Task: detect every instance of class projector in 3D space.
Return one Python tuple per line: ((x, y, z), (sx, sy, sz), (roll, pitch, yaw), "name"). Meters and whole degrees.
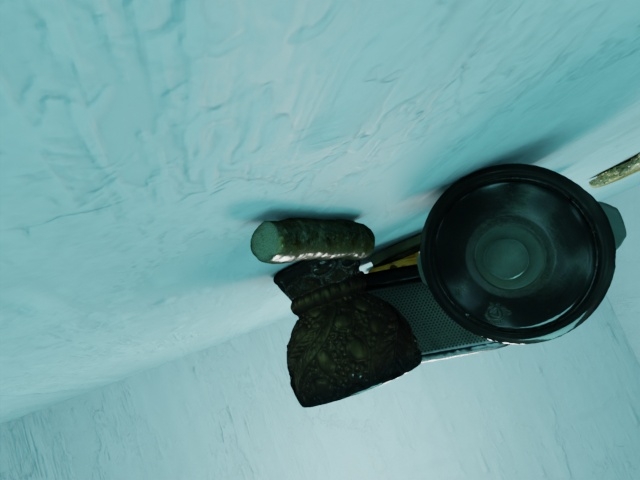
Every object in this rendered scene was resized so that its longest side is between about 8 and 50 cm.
((0.256, 0.173, 1.331), (0.406, 0.241, 0.395), (-11, 175, 4), "projector")

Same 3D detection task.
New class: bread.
((0.908, -0.217, 1.443), (0.182, 0.038, 0.251), (-18, 170, -14), "bread")
((0.271, 0.118, 1.763), (0.211, 0.099, 0.235), (-23, 171, 11), "bread")

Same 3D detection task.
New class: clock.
((0.245, 0.015, 1.358), (0.235, 0.029, 0.235), (-22, 170, -4), "clock")

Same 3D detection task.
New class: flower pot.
((0.037, 0.163, 1.017), (0.267, 0.267, 0.266), (-19, 169, -4), "flower pot")

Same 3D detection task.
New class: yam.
((0.000, 0.000, 0.652), (0.061, 0.061, 0.274), (-26, 169, 25), "yam")

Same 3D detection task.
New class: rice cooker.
((0.309, 0.016, 0.798), (0.317, 0.264, 0.316), (-11, 178, 0), "rice cooker")
